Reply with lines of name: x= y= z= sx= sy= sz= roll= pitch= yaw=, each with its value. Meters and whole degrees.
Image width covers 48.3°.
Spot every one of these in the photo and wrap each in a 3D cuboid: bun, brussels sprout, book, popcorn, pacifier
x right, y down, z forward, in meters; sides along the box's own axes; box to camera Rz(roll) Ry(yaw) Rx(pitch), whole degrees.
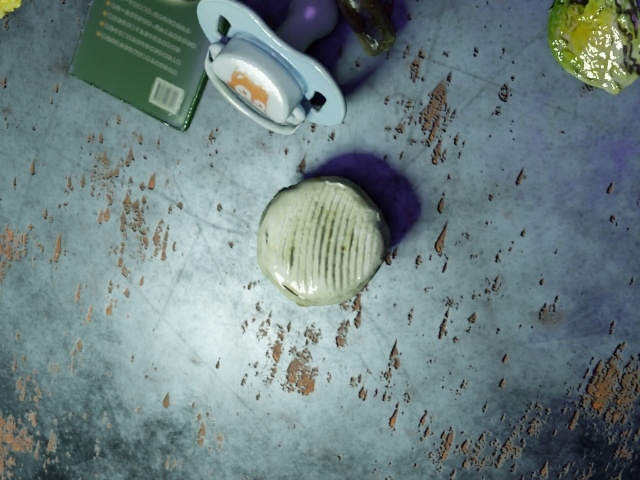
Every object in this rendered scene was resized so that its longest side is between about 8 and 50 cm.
bun: x=0.000 y=0.000 z=1.272 sx=0.239 sy=0.141 sz=0.238 roll=0 pitch=83 yaw=3
brussels sprout: x=0.431 y=-0.318 z=1.107 sx=0.139 sy=0.100 sz=0.181 roll=-28 pitch=98 yaw=29
book: x=-0.293 y=-0.417 z=1.294 sx=0.260 sy=0.043 sz=0.370 roll=28 pitch=111 yaw=4
popcorn: x=-0.612 y=-0.468 z=1.351 sx=0.084 sy=0.084 sz=0.084 roll=4 pitch=105 yaw=13
pacifier: x=-0.056 y=-0.325 z=1.200 sx=0.299 sy=0.244 sz=0.233 roll=39 pitch=80 yaw=-7

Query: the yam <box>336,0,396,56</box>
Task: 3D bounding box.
yam: x=0.036 y=-0.451 z=1.153 sx=0.071 sy=0.067 sz=0.317 roll=9 pitch=133 yaw=56

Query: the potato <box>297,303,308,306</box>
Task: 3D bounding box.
potato: x=-0.016 y=0.089 z=1.356 sx=0.046 sy=0.045 sz=0.092 roll=41 pitch=112 yaw=40
